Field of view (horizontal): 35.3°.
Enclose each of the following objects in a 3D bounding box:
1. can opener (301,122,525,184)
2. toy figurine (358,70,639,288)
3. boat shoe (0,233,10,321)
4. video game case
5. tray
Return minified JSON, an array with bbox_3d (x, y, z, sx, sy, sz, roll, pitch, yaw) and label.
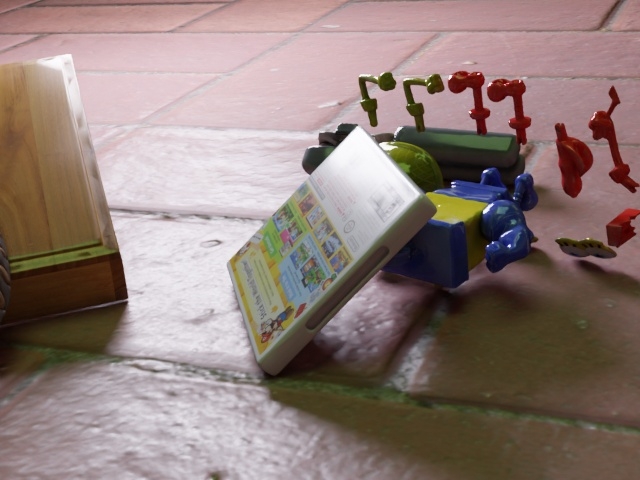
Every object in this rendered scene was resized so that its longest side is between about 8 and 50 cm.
[{"bbox_3d":[0.117,-0.099,1.282,0.280,0.074,0.093,4,59,24],"label":"can opener"},{"bbox_3d":[0.105,-0.046,1.009,0.363,0.191,0.217,16,36,42],"label":"toy figurine"},{"bbox_3d":[-0.356,0.062,0.851,0.130,0.132,0.355,-13,38,2],"label":"boat shoe"},{"bbox_3d":[0.000,0.000,0.958,0.206,0.026,0.227,-46,25,8],"label":"video game case"},{"bbox_3d":[-0.357,-0.073,1.147,0.203,0.076,0.411,-12,43,-13],"label":"tray"}]
